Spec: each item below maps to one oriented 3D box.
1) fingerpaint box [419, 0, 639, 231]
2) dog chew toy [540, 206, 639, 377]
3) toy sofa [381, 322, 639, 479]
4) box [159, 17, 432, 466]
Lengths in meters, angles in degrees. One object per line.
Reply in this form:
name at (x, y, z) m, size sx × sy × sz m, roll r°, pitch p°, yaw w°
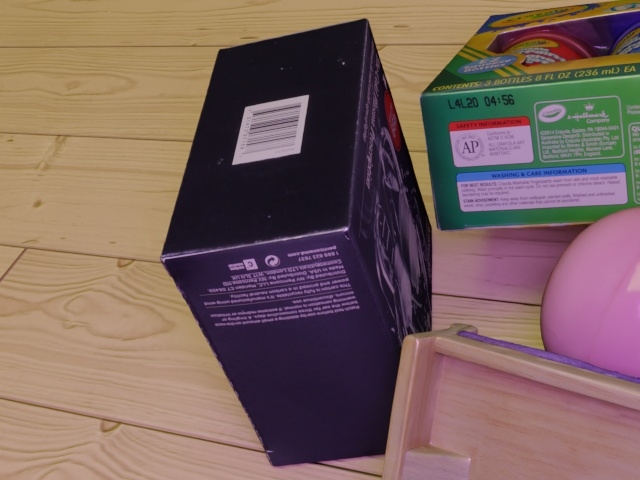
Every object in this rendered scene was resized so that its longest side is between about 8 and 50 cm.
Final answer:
fingerpaint box at (0.372, -0.161, 1.182) m, size 0.445 × 0.163 × 0.371 m, roll -2°, pitch 22°, yaw 22°
dog chew toy at (0.364, 0.103, 0.958) m, size 0.332 × 0.206 × 0.206 m, roll 30°, pitch 60°, yaw 34°
toy sofa at (0.245, 0.178, 0.888) m, size 0.362 × 0.150 × 0.177 m, roll 13°, pitch 9°, yaw 35°
box at (0.000, 0.000, 1.134) m, size 0.179 × 0.312 × 0.343 m, roll -9°, pitch 41°, yaw 14°
